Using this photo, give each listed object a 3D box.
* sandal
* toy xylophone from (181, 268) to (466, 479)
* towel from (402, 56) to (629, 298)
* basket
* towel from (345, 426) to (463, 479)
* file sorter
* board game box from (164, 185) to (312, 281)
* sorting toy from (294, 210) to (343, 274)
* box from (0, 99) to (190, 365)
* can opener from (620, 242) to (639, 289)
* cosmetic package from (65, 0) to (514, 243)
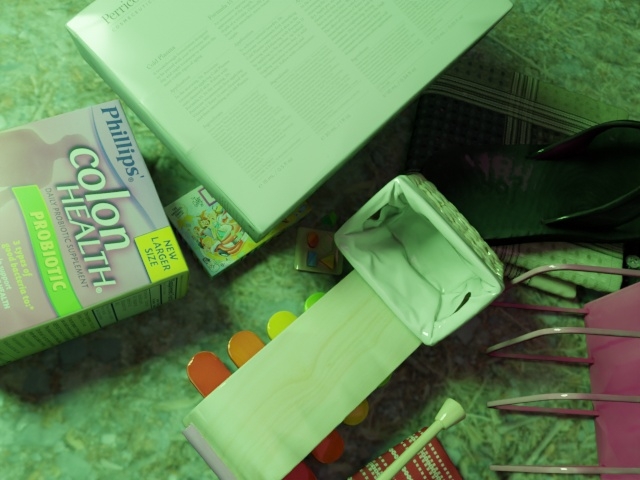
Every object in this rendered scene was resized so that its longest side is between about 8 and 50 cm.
[{"bbox_3d":[0.343,-0.077,0.835,0.446,0.107,0.167,-10,71,-15],"label":"sandal"},{"bbox_3d":[0.013,0.169,0.742,0.323,0.081,0.236,-31,81,-20],"label":"toy xylophone"},{"bbox_3d":[0.277,-0.094,0.917,0.324,0.056,0.312,16,66,-5],"label":"towel"},{"bbox_3d":[0.118,0.014,0.744,0.167,0.113,0.103,48,26,3],"label":"basket"},{"bbox_3d":[0.065,0.362,0.720,0.275,0.031,0.198,-28,78,-22],"label":"towel"},{"bbox_3d":[0.300,0.188,0.744,0.182,0.202,0.290,5,71,-9],"label":"file sorter"},{"bbox_3d":[-0.102,-0.035,0.811,0.154,0.026,0.103,-36,83,-21],"label":"board game box"},{"bbox_3d":[0.000,0.000,0.832,0.062,0.012,0.083,7,71,-11],"label":"sorting toy"},{"bbox_3d":[-0.295,-0.005,0.708,0.243,0.117,0.213,-20,78,-19],"label":"box"},{"bbox_3d":[0.461,0.002,0.926,0.059,0.073,0.186,6,61,30],"label":"can opener"},{"bbox_3d":[-0.026,-0.227,0.709,0.377,0.097,0.284,-42,92,-11],"label":"cosmetic package"}]
